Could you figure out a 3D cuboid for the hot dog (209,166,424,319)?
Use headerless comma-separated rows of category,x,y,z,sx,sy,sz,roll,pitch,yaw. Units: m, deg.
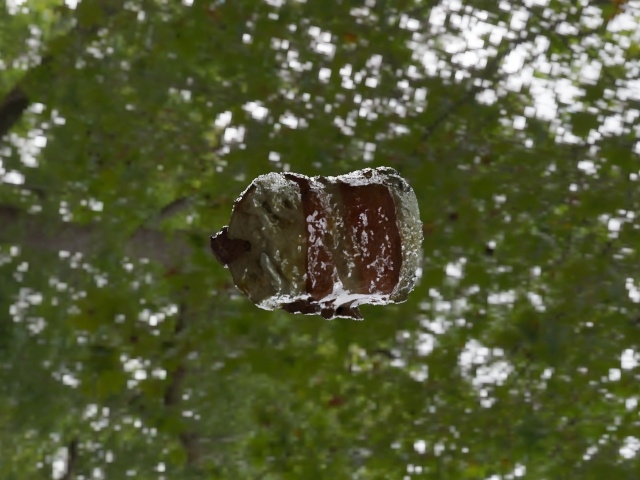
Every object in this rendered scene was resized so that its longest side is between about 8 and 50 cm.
hot dog,0.000,0.000,1.177,0.103,0.213,0.146,-166,-100,-64
